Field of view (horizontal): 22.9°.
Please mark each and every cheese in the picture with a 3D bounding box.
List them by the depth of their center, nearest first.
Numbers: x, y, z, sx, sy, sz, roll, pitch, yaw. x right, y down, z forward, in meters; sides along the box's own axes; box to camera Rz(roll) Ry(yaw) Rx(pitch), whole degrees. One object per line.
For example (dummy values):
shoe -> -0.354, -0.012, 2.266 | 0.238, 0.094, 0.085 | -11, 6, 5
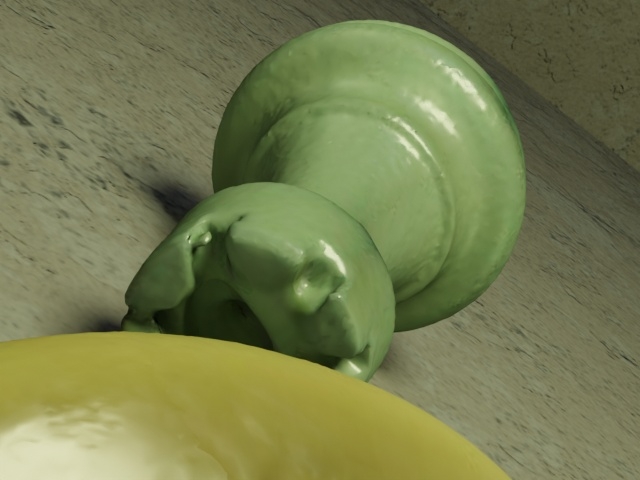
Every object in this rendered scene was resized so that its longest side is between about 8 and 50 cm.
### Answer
cheese -> -0.034, 0.133, 0.454 | 0.316, 0.128, 0.259 | 18, 32, -31

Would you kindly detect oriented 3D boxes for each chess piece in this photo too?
chess piece -> 0.000, 0.000, 0.856 | 0.194, 0.194, 0.299 | 36, 25, 1
